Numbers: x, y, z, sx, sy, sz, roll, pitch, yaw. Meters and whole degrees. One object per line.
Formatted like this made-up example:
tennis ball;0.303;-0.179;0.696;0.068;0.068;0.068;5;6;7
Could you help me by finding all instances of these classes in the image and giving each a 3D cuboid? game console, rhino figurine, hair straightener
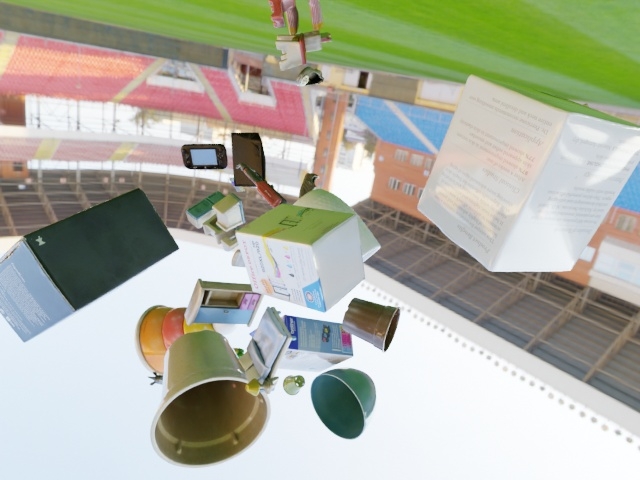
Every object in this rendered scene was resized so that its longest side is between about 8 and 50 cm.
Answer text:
game console;-0.389;-0.321;1.864;0.361;0.213;0.044;2;-165;16
rhino figurine;-0.602;0.581;1.911;0.106;0.073;0.243;-3;158;42
hair straightener;-0.191;-0.176;1.503;0.230;0.047;0.089;40;-172;22

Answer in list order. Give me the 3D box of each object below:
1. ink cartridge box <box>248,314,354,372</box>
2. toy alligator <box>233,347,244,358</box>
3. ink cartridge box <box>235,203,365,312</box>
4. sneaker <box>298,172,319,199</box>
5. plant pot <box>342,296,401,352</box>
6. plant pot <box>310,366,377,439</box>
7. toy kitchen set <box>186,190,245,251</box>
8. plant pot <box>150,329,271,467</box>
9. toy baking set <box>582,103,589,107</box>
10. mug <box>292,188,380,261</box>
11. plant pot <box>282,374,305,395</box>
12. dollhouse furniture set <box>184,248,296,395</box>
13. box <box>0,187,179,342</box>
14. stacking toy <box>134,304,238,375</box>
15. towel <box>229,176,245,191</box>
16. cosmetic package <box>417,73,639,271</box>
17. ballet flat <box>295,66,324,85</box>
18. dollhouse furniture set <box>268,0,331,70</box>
ink cartridge box;-0.097;0.432;1.933;0.395;0.270;0.151;14;-125;-33
toy alligator;-0.381;0.467;1.934;0.189;0.056;0.051;-5;-153;21
ink cartridge box;-0.045;0.033;1.083;0.232;0.171;0.168;10;-148;38
sneaker;-0.058;-0.258;2.352;0.071;0.189;0.066;5;161;21
plant pot;0.173;0.283;1.621;0.165;0.167;0.167;17;-160;22
plant pot;0.126;0.657;1.977;0.290;0.291;0.195;24;-151;35
toy kitchen set;-0.271;-0.095;1.275;0.207;0.166;0.122;34;-124;29
plant pot;-0.352;0.450;1.426;0.333;0.334;0.305;2;-156;-24
toy baking set;0.890;-0.372;1.643;0.030;0.256;0.196;-42;-165;-22
mug;0.000;0.000;1.864;0.328;0.374;0.276;54;-149;9
plant pot;-0.101;0.586;1.913;0.083;0.079;0.083;16;-124;-25
dollhouse furniture set;-0.202;0.215;1.243;0.198;0.287;0.303;8;-151;-35
box;-0.885;0.086;1.735;0.471;0.298;0.480;-27;-171;37
stacking toy;-0.592;0.435;2.203;0.479;0.351;0.350;-16;-170;21
towel;-0.394;-0.265;2.210;0.060;0.083;0.009;4;-133;36
cosmetic package;0.522;-0.170;1.206;0.327;0.394;0.329;1;-148;-28
ballet flat;-0.040;-0.685;1.973;0.058;0.084;0.250;42;-154;1
dollhouse furniture set;-0.052;-0.647;1.342;0.152;0.201;0.374;-8;-147;4
